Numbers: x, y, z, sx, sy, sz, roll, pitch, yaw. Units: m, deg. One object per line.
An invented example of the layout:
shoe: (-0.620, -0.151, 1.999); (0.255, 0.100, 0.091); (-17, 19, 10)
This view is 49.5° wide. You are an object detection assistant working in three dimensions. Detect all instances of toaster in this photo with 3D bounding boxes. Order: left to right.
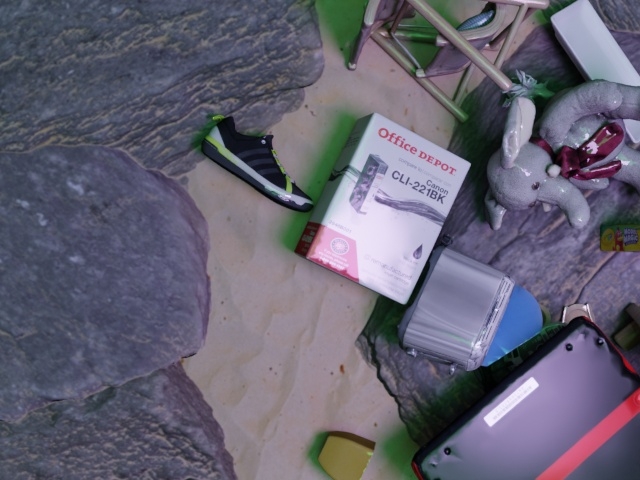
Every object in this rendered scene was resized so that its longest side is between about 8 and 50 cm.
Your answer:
toaster: (0.236, 0.113, 1.190); (0.147, 0.129, 0.227); (22, 71, 17)

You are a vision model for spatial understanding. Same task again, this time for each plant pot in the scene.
plant pot: (0.042, 0.381, 1.225); (0.083, 0.081, 0.081); (26, 88, 8)

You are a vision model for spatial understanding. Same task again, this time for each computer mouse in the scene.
computer mouse: (0.369, 0.207, 1.249); (0.193, 0.042, 0.106); (-28, 85, 14)

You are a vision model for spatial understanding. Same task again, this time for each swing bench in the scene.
swing bench: (0.192, -0.342, 1.155); (0.255, 0.253, 0.165); (24, 88, -3)

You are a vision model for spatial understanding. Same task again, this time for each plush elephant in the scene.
plush elephant: (0.398, -0.133, 1.166); (0.330, 0.272, 0.255); (30, 72, 26)

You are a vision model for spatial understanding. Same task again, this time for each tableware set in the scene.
tableware set: (0.432, 0.185, 1.277); (0.169, 0.020, 0.141); (0, 89, -3)

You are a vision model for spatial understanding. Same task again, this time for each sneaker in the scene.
sneaker: (-0.099, -0.140, 1.220); (0.235, 0.084, 0.097); (34, 86, -2)

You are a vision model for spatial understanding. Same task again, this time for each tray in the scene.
tray: (0.515, -0.307, 1.260); (0.145, 0.030, 0.270); (-35, 91, -38)

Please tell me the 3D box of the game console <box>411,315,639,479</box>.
game console: (0.392, 0.366, 1.125); (0.387, 0.060, 0.342); (-40, 86, -4)

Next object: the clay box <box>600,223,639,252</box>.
clay box: (0.590, -0.004, 1.188); (0.128, 0.222, 0.053); (-1, 89, -4)

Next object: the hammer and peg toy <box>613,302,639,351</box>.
hammer and peg toy: (0.676, 0.272, 1.183); (0.361, 0.266, 0.127); (46, 104, -3)

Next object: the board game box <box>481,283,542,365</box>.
board game box: (0.310, 0.151, 1.246); (0.169, 0.033, 0.133); (-33, 51, 0)

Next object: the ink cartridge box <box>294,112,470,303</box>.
ink cartridge box: (0.106, -0.056, 1.203); (0.197, 0.114, 0.272); (26, 87, -12)
